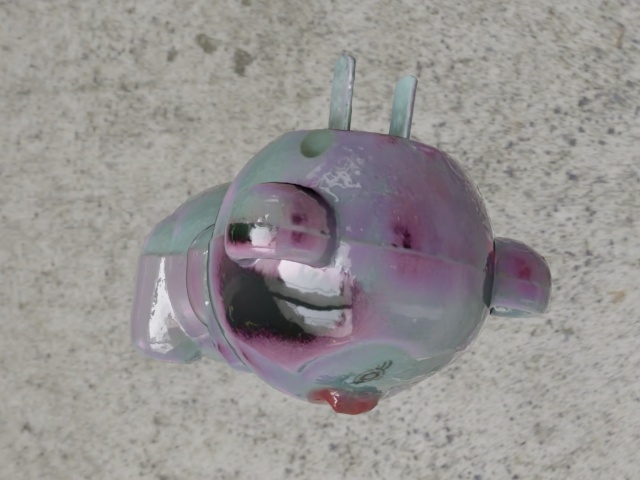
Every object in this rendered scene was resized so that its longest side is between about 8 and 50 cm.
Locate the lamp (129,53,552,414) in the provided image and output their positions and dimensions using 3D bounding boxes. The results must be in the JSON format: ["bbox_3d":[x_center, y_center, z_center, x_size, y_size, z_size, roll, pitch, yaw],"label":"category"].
[{"bbox_3d":[0.000,0.000,0.802,0.301,0.247,0.248,-9,68,59],"label":"lamp"}]
